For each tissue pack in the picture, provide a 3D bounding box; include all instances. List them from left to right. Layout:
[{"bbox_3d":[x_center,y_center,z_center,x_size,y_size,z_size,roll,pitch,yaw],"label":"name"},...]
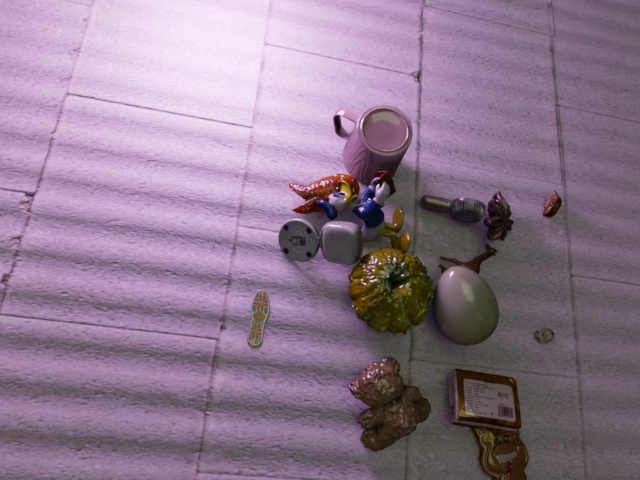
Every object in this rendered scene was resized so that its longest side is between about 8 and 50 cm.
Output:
[{"bbox_3d":[0.552,0.541,1.714,0.226,0.092,0.183,9,54,-3],"label":"tissue pack"}]

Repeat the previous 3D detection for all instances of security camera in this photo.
[{"bbox_3d":[0.000,0.000,1.755,0.302,0.080,0.157,6,111,17],"label":"security camera"}]

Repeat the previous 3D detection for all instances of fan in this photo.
[{"bbox_3d":[0.507,-0.130,1.940,0.245,0.130,0.074,13,75,4],"label":"fan"}]

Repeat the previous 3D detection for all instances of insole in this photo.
[{"bbox_3d":[-0.209,0.259,1.705,0.065,0.006,0.193,11,69,-8],"label":"insole"}]

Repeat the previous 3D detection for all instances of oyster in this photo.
[{"bbox_3d":[0.845,0.358,1.901,0.083,0.019,0.054,-13,74,-14],"label":"oyster"}]

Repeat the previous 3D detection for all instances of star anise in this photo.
[{"bbox_3d":[0.684,-0.094,1.946,0.212,0.073,0.196,-2,92,-50],"label":"star anise"}]

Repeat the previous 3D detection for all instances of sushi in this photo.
[{"bbox_3d":[0.946,-0.148,2.070,0.060,0.061,0.117,30,69,-14],"label":"sushi"}]

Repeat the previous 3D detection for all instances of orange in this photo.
[{"bbox_3d":[0.235,0.168,1.722,0.300,0.223,0.301,21,69,0],"label":"orange"}]

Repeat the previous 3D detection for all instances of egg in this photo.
[{"bbox_3d":[0.494,0.220,1.739,0.219,0.218,0.295,-23,111,-19],"label":"egg"}]

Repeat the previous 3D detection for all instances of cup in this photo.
[{"bbox_3d":[0.191,-0.374,1.864,0.208,0.273,0.288,-26,81,-12],"label":"cup"}]

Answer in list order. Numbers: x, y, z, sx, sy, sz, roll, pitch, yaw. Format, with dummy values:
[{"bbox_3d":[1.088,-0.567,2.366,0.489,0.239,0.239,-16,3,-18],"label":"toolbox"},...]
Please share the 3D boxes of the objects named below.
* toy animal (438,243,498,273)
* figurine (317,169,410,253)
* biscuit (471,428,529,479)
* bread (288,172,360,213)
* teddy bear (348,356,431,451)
[{"bbox_3d":[0.560,0.093,1.905,0.230,0.066,0.224,7,52,0],"label":"toy animal"},{"bbox_3d":[0.159,-0.114,1.770,0.339,0.283,0.204,7,35,-14],"label":"figurine"},{"bbox_3d":[0.620,0.714,1.719,0.186,0.044,0.295,-12,74,-14],"label":"biscuit"},{"bbox_3d":[0.021,-0.172,1.852,0.269,0.095,0.139,-11,76,-21],"label":"bread"},{"bbox_3d":[0.214,0.517,1.636,0.267,0.156,0.256,-28,78,-18],"label":"teddy bear"}]
